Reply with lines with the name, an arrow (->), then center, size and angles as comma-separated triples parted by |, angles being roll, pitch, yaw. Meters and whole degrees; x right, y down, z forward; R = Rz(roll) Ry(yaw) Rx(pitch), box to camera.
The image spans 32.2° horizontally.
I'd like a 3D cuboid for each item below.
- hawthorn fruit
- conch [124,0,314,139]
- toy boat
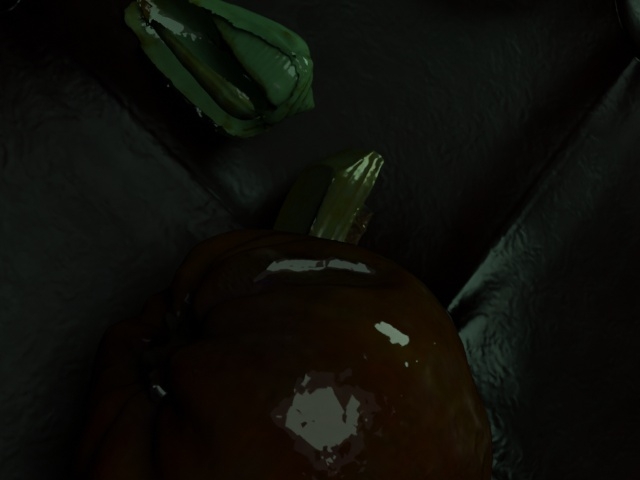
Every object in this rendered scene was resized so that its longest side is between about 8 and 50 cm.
hawthorn fruit -> -0.008, 0.144, 0.741 | 0.298, 0.277, 0.277 | 48, 65, -23
conch -> -0.083, -0.139, 0.861 | 0.170, 0.079, 0.106 | 31, 63, -1
toy boat -> 0.000, 0.000, 0.879 | 0.066, 0.065, 0.172 | 38, 69, -36
